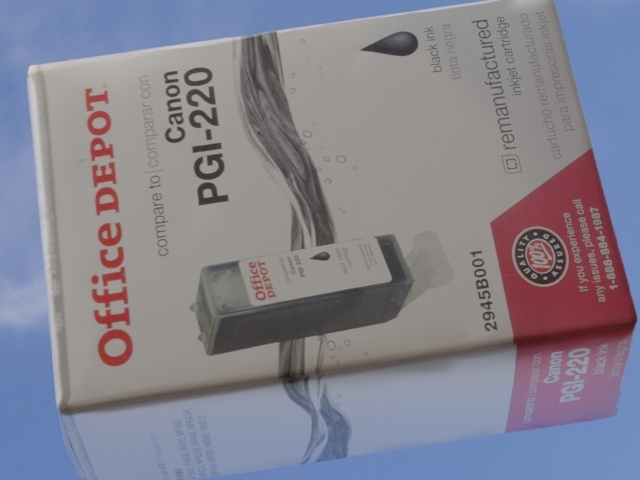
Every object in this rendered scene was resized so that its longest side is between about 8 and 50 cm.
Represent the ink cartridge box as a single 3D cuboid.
[{"bbox_3d":[0.000,0.000,0.700,0.218,0.092,0.158,-9,-118,-1],"label":"ink cartridge box"}]
